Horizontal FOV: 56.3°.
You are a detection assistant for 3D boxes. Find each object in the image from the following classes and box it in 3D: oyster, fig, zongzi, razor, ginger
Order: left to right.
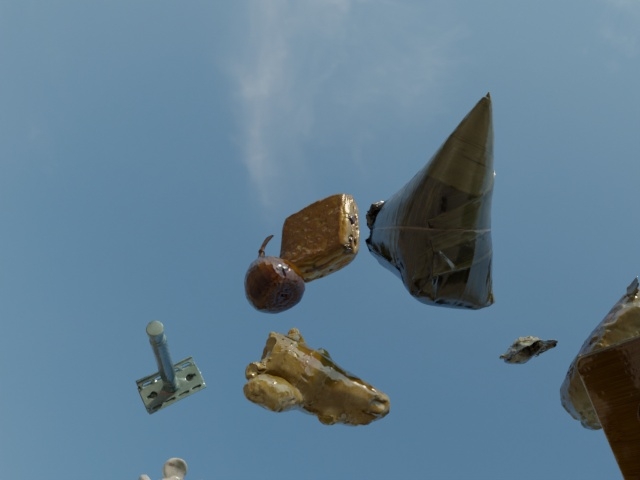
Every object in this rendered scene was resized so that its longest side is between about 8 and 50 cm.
[{"bbox_3d":[-0.246,0.188,0.945,0.068,0.106,0.232,54,-25,28],"label":"razor"},{"bbox_3d":[-0.128,0.070,1.407,0.133,0.146,0.201,-36,-125,8],"label":"fig"},{"bbox_3d":[-0.012,0.180,0.769,0.081,0.205,0.115,-62,-150,10],"label":"ginger"},{"bbox_3d":[0.173,-0.081,0.942,0.289,0.154,0.318,-137,-128,-63],"label":"zongzi"},{"bbox_3d":[0.450,0.246,1.337,0.053,0.108,0.166,64,-20,22],"label":"oyster"}]

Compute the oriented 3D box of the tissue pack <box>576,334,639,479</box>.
[{"bbox_3d":[0.409,0.146,0.576,0.246,0.135,0.160,-47,-126,54],"label":"tissue pack"}]

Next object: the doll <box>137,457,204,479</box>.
[{"bbox_3d":[-0.199,0.447,0.671,0.099,0.188,0.384,-27,-128,56],"label":"doll"}]

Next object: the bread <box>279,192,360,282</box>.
[{"bbox_3d":[0.000,0.000,1.543,0.235,0.099,0.211,-24,-135,30],"label":"bread"}]

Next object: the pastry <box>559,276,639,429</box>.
[{"bbox_3d":[0.603,0.244,1.220,0.136,0.329,0.330,38,-65,26],"label":"pastry"}]
